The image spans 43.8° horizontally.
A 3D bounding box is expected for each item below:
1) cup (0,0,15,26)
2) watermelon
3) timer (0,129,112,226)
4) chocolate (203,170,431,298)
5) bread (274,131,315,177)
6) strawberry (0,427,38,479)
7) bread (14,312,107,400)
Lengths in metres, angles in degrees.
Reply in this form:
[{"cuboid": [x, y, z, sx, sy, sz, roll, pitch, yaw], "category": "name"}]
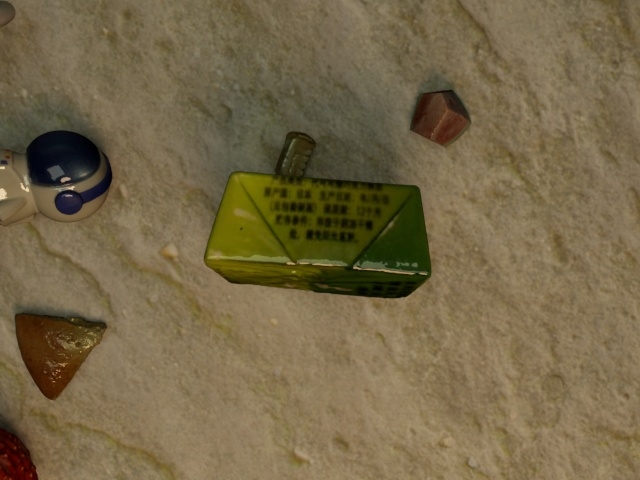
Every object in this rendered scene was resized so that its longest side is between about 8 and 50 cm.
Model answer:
[{"cuboid": [-0.596, -0.310, 1.162, 0.300, 0.173, 0.167, -8, 116, 1], "category": "cup"}, {"cuboid": [0.190, -0.187, 1.226, 0.092, 0.072, 0.084, 12, 112, -5], "category": "watermelon"}, {"cuboid": [-0.505, -0.075, 1.178, 0.383, 0.270, 0.270, -13, 95, -14], "category": "timer"}, {"cuboid": [0.000, 0.000, 1.135, 0.289, 0.301, 0.137, 4, 81, 0], "category": "chocolate"}, {"cuboid": [-0.041, -0.128, 1.250, 0.049, 0.033, 0.088, 15, 99, -15], "category": "bread"}, {"cuboid": [-0.583, 0.407, 1.145, 0.267, 0.351, 0.312, 43, 100, 6], "category": "strawberry"}, {"cuboid": [-0.434, 0.160, 1.271, 0.136, 0.054, 0.154, 39, 91, 0], "category": "bread"}]
